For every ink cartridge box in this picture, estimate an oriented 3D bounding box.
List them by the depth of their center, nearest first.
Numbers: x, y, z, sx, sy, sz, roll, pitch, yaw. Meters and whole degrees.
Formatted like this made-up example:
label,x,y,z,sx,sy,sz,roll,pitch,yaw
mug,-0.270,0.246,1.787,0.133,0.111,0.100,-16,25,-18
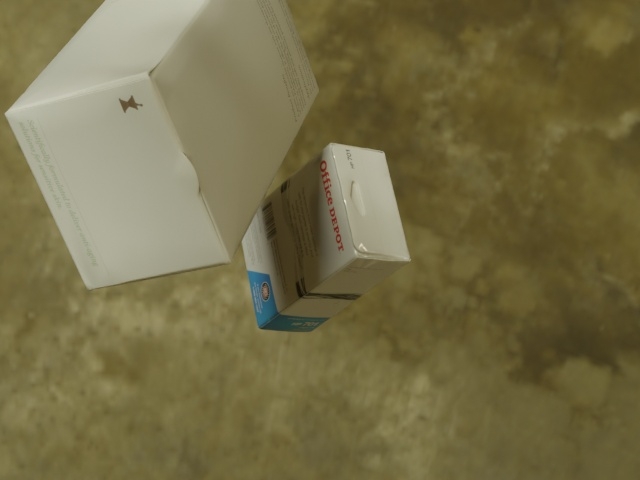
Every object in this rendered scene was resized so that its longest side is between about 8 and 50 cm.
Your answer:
label,x,y,z,sx,sy,sz,roll,pitch,yaw
ink cartridge box,0.000,0.000,1.746,0.082,0.190,0.140,8,59,-37

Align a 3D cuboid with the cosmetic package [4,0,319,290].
label,x,y,z,sx,sy,sz,roll,pitch,yaw
cosmetic package,-0.134,-0.134,1.522,0.155,0.197,0.365,-11,25,21
